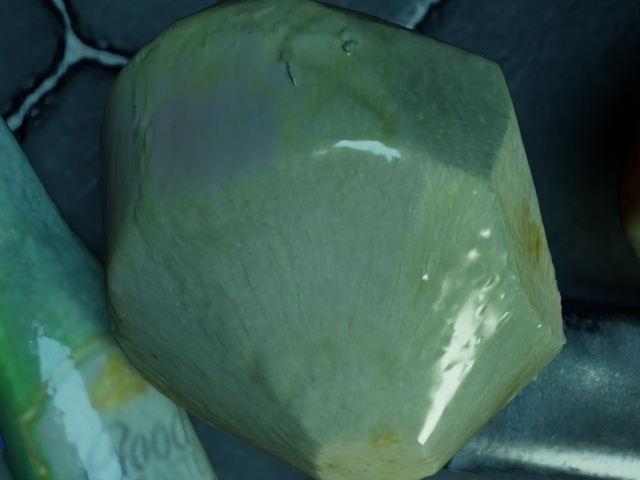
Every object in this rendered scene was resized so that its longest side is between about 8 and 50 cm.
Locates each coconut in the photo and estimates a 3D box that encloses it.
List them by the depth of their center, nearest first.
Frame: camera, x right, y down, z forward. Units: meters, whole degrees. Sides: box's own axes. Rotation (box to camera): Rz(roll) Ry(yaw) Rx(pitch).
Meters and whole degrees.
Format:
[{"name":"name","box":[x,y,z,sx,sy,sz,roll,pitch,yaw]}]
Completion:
[{"name":"coconut","box":[0.000,0.000,0.502,0.198,0.237,0.236,-12,92,7]}]

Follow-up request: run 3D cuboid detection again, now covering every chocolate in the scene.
[{"name":"chocolate","box":[-0.119,0.078,0.542,0.110,0.110,0.291,-24,92,-15]}]

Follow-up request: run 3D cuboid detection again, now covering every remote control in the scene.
[{"name":"remote control","box":[0.254,0.108,0.673,0.378,0.044,0.107,11,90,-15]}]

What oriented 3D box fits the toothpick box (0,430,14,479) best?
[{"name":"toothpick box","box":[-0.257,0.054,0.430,0.263,0.263,0.354,-26,90,-15]}]

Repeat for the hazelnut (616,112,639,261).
[{"name":"hazelnut","box":[0.288,-0.053,0.577,0.261,0.261,0.241,-12,123,-16]}]
